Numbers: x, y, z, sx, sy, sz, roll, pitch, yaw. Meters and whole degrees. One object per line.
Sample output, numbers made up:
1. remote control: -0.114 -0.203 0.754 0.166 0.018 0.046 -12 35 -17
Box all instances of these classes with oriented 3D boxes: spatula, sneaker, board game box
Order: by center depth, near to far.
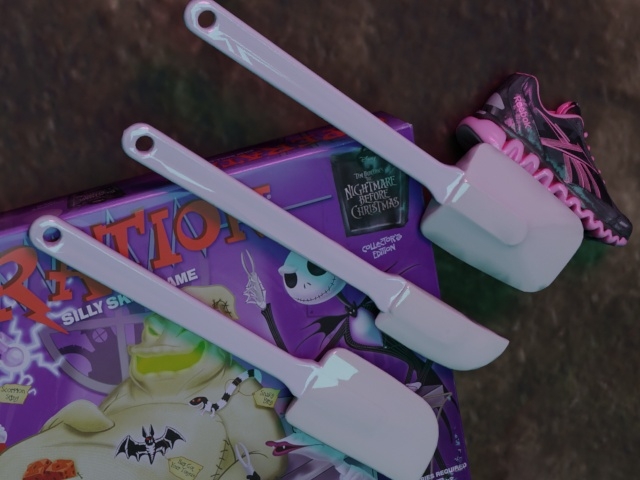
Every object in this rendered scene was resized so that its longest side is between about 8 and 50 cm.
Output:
1. spatula: 0.000 0.000 0.692 0.242 0.019 0.168 33 98 -23
2. board game box: -0.103 0.079 0.709 0.346 0.056 0.208 -17 105 -14
3. sneaker: 0.128 -0.043 0.760 0.119 0.047 0.057 38 78 -25
